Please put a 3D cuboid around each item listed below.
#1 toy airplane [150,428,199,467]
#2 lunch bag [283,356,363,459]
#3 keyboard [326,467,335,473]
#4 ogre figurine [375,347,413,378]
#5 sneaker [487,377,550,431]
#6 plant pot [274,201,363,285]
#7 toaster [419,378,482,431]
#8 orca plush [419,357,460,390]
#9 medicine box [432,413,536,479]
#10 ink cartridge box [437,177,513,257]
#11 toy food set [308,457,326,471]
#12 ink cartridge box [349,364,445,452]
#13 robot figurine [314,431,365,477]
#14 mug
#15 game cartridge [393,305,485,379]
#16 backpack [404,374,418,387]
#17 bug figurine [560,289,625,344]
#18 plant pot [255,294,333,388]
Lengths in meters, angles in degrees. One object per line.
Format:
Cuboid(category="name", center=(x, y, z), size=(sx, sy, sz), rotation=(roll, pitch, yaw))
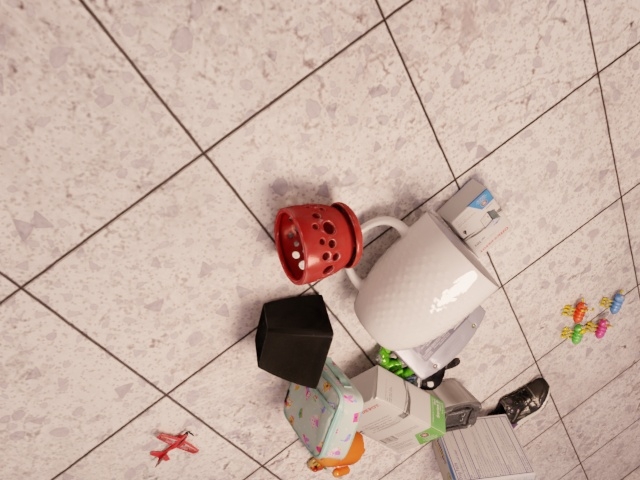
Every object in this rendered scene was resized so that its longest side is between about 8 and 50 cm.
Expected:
Cuboid(category="toy airplane", center=(-0.431, 0.604, 1.591), size=(0.151, 0.028, 0.151), rotation=(-11, 122, -18))
Cuboid(category="lunch bag", center=(0.001, 0.460, 1.554), size=(0.107, 0.279, 0.224), rotation=(12, 103, -31))
Cuboid(category="keyboard", center=(0.014, 0.713, 1.857), size=(0.072, 0.014, 0.256), rotation=(-48, 129, -22))
Cuboid(category="ogre figurine", center=(0.243, 0.376, 1.728), size=(0.118, 0.097, 0.197), rotation=(-43, 140, -11))
Cuboid(category="sneaker", center=(0.774, 0.644, 2.138), size=(0.124, 0.107, 0.283), rotation=(32, 102, -30))
Cuboid(category="plant pot", center=(0.000, 0.000, 1.326), size=(0.174, 0.191, 0.191), rotation=(-12, 123, -22))
Cuboid(category="toaster", center=(0.435, 0.578, 1.907), size=(0.226, 0.146, 0.129), rotation=(-3, 119, -24))
Cuboid(category="orca plush", center=(0.409, 0.362, 1.764), size=(0.287, 0.102, 0.151), rotation=(-70, 157, -4))
Cuboid(category="medicine box", center=(0.590, 0.804, 2.007), size=(0.289, 0.264, 0.149), rotation=(-5, 123, -5))
Cuboid(category="ink cartridge box", center=(0.446, -0.061, 1.565), size=(0.139, 0.082, 0.190), rotation=(-44, 126, 5))
Cuboid(category="toy food set", center=(-0.003, 0.775, 1.900), size=(0.082, 0.020, 0.083), rotation=(-16, 124, -16))
Cuboid(category="ink cartridge box", center=(0.213, 0.529, 1.701), size=(0.289, 0.122, 0.211), rotation=(33, 131, -21))
Cuboid(category="robot figurine", center=(0.056, 0.671, 1.786), size=(0.219, 0.128, 0.158), rotation=(21, 91, -49))
Cuboid(category="mug", center=(0.228, 0.099, 1.472), size=(0.374, 0.276, 0.328), rotation=(44, 104, -7))
Cuboid(category="game cartridge", center=(0.359, 0.272, 1.674), size=(0.294, 0.060, 0.196), rotation=(-44, 97, -6))
Cuboid(category="backpack", center=(0.263, 0.484, 1.809), size=(0.114, 0.084, 0.105), rotation=(0, 116, -21))
Cuboid(category="bug figurine", center=(1.036, 0.293, 2.063), size=(0.278, 0.072, 0.216), rotation=(-8, 122, -21))
Cuboid(category="plant pot", center=(-0.081, 0.262, 1.461), size=(0.166, 0.188, 0.188), rotation=(8, 116, -16))
